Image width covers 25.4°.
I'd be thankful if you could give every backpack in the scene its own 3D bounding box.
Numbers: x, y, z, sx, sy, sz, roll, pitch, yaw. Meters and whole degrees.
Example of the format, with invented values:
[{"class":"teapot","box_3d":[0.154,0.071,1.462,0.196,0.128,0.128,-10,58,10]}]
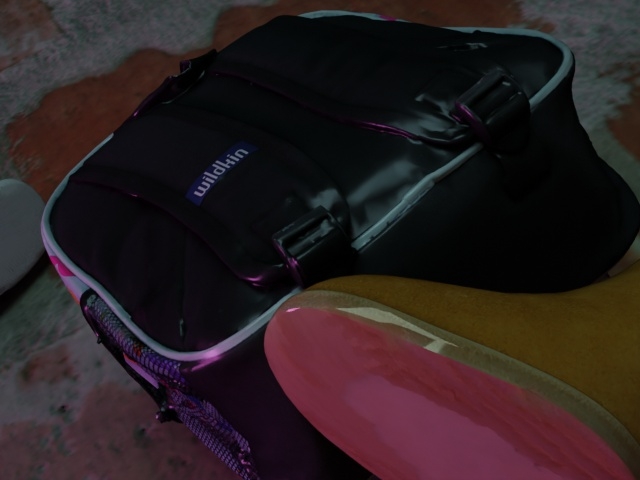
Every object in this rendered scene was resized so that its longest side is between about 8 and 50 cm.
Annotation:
[{"class":"backpack","box_3d":[0.000,0.000,0.660,0.225,0.191,0.253,-40,36,-16]}]

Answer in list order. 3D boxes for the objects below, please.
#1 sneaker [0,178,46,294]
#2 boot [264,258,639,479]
[{"class":"sneaker","box_3d":[-0.261,0.043,0.876,0.094,0.080,0.212,-4,32,45]},{"class":"boot","box_3d":[0.143,0.022,0.540,0.295,0.104,0.211,23,55,-2]}]
